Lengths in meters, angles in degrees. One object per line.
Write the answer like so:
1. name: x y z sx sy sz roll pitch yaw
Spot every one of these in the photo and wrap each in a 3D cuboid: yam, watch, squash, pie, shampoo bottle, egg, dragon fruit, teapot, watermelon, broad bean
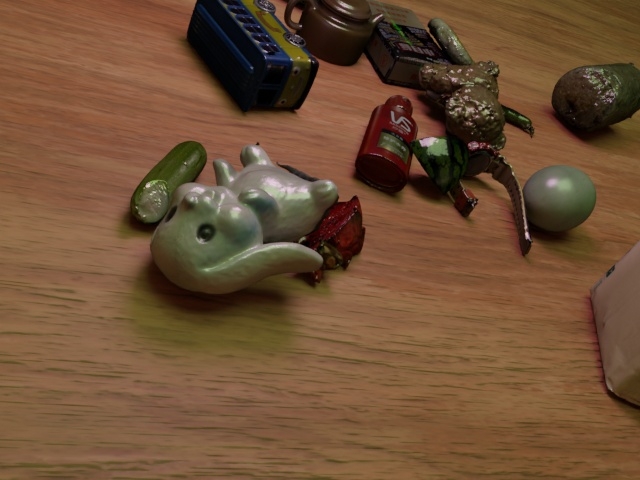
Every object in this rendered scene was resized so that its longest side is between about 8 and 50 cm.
1. yam: 0.827 -0.426 2.185 0.300 0.195 0.195 -18 57 -44
2. watch: 0.365 -0.096 1.617 0.164 0.102 0.268 8 51 -14
3. squash: -0.252 -0.102 1.239 0.069 0.069 0.239 28 37 -2
4. pie: 0.373 -0.510 2.026 0.240 0.054 0.240 52 11 -14
5. shampoo bottle: 0.154 -0.223 1.625 0.118 0.076 0.314 27 37 -5
6. egg: 0.534 -0.095 1.658 0.192 0.149 0.149 -13 54 -42
7. dragon fruit: 0.009 -0.012 1.281 0.122 0.092 0.192 35 38 8
8. teapot: 0.037 -0.566 1.868 0.267 0.175 0.186 4 41 -28
9. watermelon: 0.244 -0.179 1.593 0.135 0.125 0.094 31 -8 -14
10. broad bean: 0.486 -0.348 2.010 0.226 0.039 0.069 22 44 -10

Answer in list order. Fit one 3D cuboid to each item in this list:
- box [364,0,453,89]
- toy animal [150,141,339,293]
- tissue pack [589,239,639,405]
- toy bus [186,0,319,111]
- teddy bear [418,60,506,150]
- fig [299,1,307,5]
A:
1. box: 0.211 -0.536 2.013 0.198 0.084 0.310 4 44 -30
2. toy animal: -0.131 -0.027 1.155 0.289 0.174 0.249 -10 32 -25
3. tissue pack: 0.697 0.103 1.350 0.207 0.380 0.297 26 36 -11
4. toy bus: -0.150 -0.415 1.605 0.175 0.138 0.288 -10 51 -40
5. teddy bear: 0.374 -0.330 1.824 0.267 0.156 0.256 27 47 -19
6. fig: -0.015 -0.750 2.042 0.203 0.203 0.235 25 17 -5
